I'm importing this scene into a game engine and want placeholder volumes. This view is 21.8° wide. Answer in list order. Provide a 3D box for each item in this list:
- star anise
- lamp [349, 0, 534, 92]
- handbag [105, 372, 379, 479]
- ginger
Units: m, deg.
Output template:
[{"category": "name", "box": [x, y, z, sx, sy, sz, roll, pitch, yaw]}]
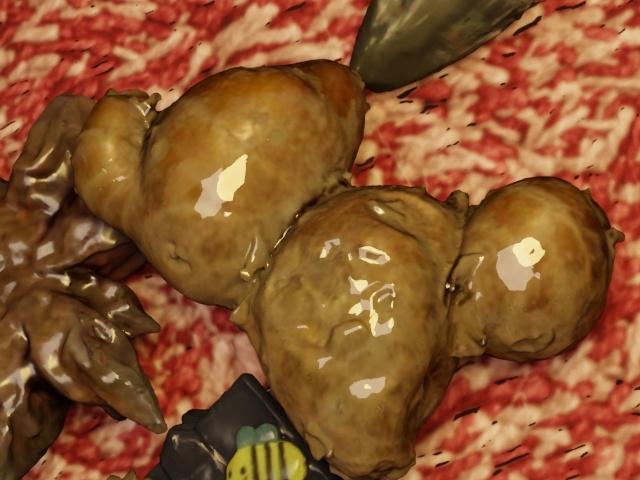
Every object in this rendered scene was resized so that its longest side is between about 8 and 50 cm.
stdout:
[{"category": "star anise", "box": [-0.206, 0.040, 1.234, 0.315, 0.108, 0.315, -10, 63, 19]}, {"category": "lamp", "box": [0.109, -0.195, 1.172, 0.250, 0.101, 0.101, -47, 72, 22]}, {"category": "handbag", "box": [-0.057, 0.294, 1.165, 0.303, 0.122, 0.329, -45, 71, 10]}, {"category": "ginger", "box": [0.000, 0.000, 1.136, 0.375, 0.176, 0.256, 32, 81, 12]}]
